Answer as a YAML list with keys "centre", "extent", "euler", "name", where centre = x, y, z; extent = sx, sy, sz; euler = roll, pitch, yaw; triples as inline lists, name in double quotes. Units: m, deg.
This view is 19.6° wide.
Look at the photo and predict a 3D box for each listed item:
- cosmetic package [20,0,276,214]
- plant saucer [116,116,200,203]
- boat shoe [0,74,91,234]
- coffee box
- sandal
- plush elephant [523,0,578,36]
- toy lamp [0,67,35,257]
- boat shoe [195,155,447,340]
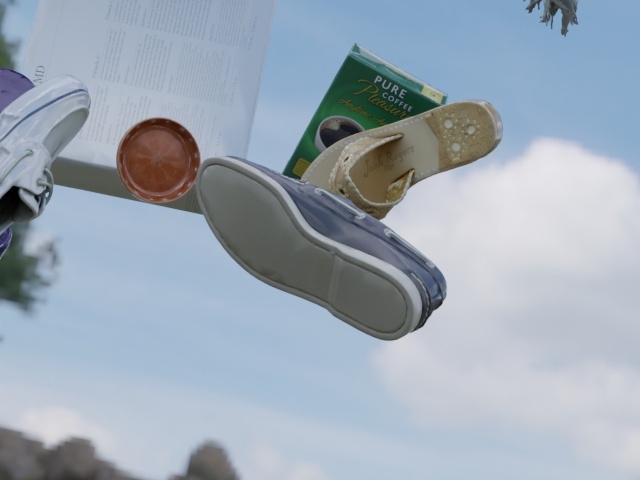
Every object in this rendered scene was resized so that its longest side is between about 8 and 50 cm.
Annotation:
- centre: [-0.210, -0.235, 2.263]
  extent: [0.284, 0.377, 0.097]
  euler: [13, -22, -6]
  name: "cosmetic package"
- centre: [-0.157, -0.077, 1.783]
  extent: [0.083, 0.083, 0.013]
  euler: [17, -7, -22]
  name: "plant saucer"
- centre: [-0.261, -0.044, 1.554]
  extent: [0.076, 0.226, 0.083]
  euler: [37, -23, 18]
  name: "boat shoe"
- centre: [0.038, -0.093, 1.853]
  extent: [0.113, 0.184, 0.040]
  euler: [28, 26, -1]
  name: "coffee box"
- centre: [0.053, -0.067, 1.736]
  extent: [0.240, 0.088, 0.079]
  euler: [-26, -4, 27]
  name: "sandal"
- centre: [0.304, -0.377, 1.988]
  extent: [0.272, 0.330, 0.255]
  euler: [14, 9, -3]
  name: "plush elephant"
- centre: [-0.357, -0.062, 1.971]
  extent: [0.080, 0.080, 0.274]
  euler: [13, -46, -8]
  name: "toy lamp"
- centre: [0.000, 0.000, 1.314]
  extent: [0.206, 0.075, 0.065]
  euler: [33, 34, 25]
  name: "boat shoe"
